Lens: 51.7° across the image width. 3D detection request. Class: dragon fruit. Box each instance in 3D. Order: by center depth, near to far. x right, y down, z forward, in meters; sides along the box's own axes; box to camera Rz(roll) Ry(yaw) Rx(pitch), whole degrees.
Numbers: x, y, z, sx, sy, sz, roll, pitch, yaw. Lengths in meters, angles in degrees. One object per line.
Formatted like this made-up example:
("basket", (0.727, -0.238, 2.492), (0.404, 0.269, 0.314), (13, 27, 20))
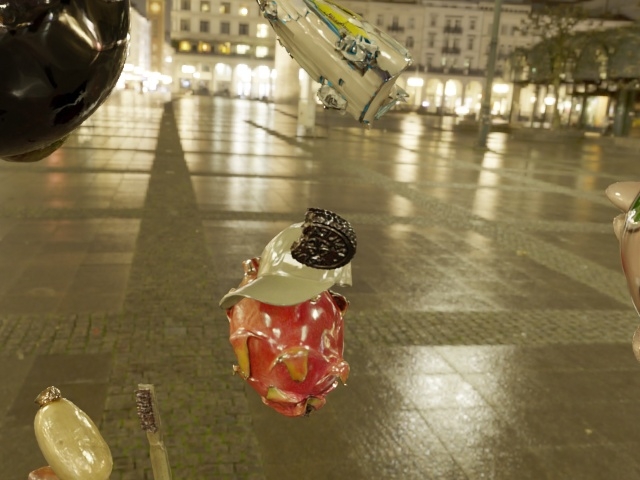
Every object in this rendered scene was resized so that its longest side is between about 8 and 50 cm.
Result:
("dragon fruit", (-0.063, 0.177, 1.297), (0.250, 0.315, 0.250), (0, -30, 0))

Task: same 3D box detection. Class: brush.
("brush", (-0.374, 0.440, 1.470), (0.043, 0.248, 0.036), (-2, 11, 23))

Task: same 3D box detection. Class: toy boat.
("toy boat", (-0.006, -0.191, 0.603), (0.066, 0.084, 0.210), (-30, 72, -39))

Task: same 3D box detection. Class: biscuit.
("biscuit", (0.000, 0.000, 0.741), (0.087, 0.089, 0.027), (-13, 45, 29))

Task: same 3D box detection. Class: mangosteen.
("mangosteen", (-0.451, -0.275, 0.868), (0.381, 0.382, 0.435), (-3, -11, -27))

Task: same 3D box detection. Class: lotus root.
("lotus root", (-0.279, 0.238, 0.751), (0.062, 0.150, 0.073), (-31, -3, -21))

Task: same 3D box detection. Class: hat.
("hat", (-0.062, 0.031, 0.968), (0.166, 0.144, 0.173), (-4, -10, 34))

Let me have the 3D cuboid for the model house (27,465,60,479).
("model house", (-0.401, 0.439, 0.795), (0.294, 0.252, 0.329), (10, 42, -11))

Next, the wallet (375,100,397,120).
("wallet", (0.085, -0.280, 1.144), (0.026, 0.129, 0.088), (-9, 28, 47))

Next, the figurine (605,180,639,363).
("figurine", (0.212, 0.007, 0.334), (0.125, 0.125, 0.138), (0, -18, -15))
